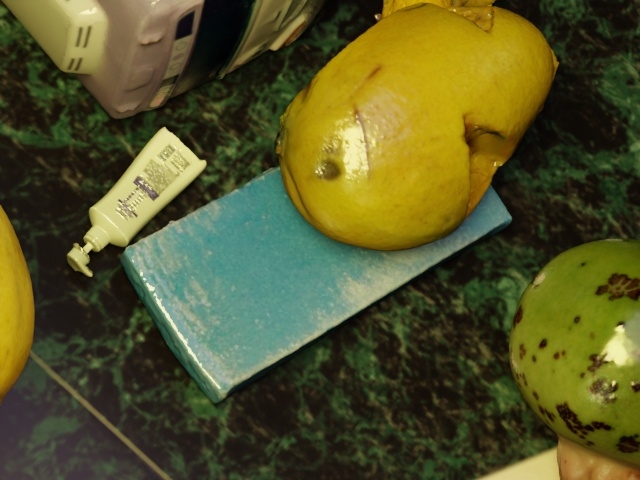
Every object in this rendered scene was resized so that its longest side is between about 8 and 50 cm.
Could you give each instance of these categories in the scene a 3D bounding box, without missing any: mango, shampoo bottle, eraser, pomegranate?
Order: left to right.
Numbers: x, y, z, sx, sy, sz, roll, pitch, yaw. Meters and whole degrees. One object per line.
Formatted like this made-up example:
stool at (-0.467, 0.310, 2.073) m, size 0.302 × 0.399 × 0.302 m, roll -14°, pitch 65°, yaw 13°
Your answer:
shampoo bottle at (-0.152, -0.029, 1.203) m, size 0.049 × 0.034 × 0.141 m, roll 44°, pitch 63°, yaw -6°
eraser at (0.000, 0.000, 1.237) m, size 0.312 × 0.042 × 0.144 m, roll -30°, pitch 82°, yaw -26°
mango at (0.081, -0.099, 1.201) m, size 0.167 × 0.130 × 0.262 m, roll 48°, pitch 67°, yaw -6°
pomegranate at (0.248, 0.127, 1.202) m, size 0.214 × 0.214 × 0.247 m, roll 14°, pitch 98°, yaw -13°

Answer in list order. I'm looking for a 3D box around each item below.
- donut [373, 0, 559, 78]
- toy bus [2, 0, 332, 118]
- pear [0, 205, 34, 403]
donut at (0.129, -0.186, 1.337) m, size 0.146 × 0.078 × 0.181 m, roll -4°, pitch 69°, yaw -23°
toy bus at (-0.194, -0.319, 1.205) m, size 0.249 × 0.209 × 0.440 m, roll -38°, pitch 84°, yaw -26°
pear at (-0.346, 0.037, 0.968) m, size 0.314 × 0.314 × 0.314 m, roll 7°, pitch 67°, yaw -16°
